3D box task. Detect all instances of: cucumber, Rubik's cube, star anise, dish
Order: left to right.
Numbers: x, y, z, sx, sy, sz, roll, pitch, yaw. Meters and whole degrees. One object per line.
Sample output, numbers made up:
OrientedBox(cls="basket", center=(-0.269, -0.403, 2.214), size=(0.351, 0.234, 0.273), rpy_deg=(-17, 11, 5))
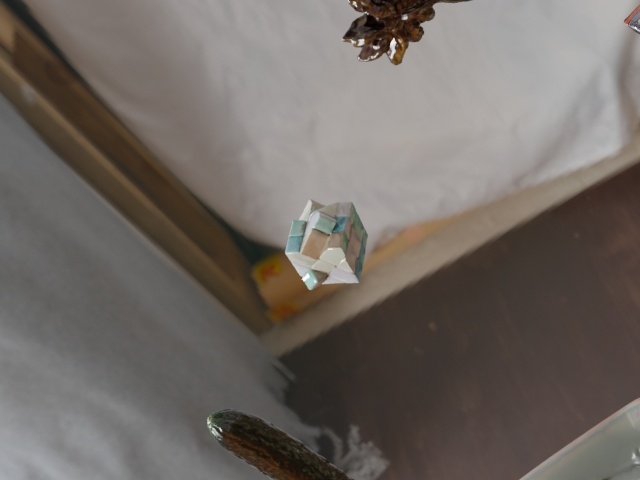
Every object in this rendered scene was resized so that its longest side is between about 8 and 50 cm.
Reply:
OrientedBox(cls="cucumber", center=(-0.043, 0.239, 1.436), size=(0.052, 0.214, 0.058), rpy_deg=(-29, 36, 36))
OrientedBox(cls="Rubik's cube", center=(0.001, 0.000, 1.324), size=(0.073, 0.084, 0.075), rpy_deg=(-4, 37, 23))
OrientedBox(cls="star anise", center=(0.125, -0.338, 1.834), size=(0.073, 0.177, 0.234), rpy_deg=(30, 63, 34))
OrientedBox(cls="dish", center=(0.242, 0.261, 1.171), size=(0.234, 0.064, 0.154), rpy_deg=(-38, 38, 20))

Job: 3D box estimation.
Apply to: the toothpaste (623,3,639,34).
OrientedBox(cls="toothpaste", center=(0.382, -0.225, 1.417), size=(0.071, 0.045, 0.193), rpy_deg=(-48, 26, 18))
